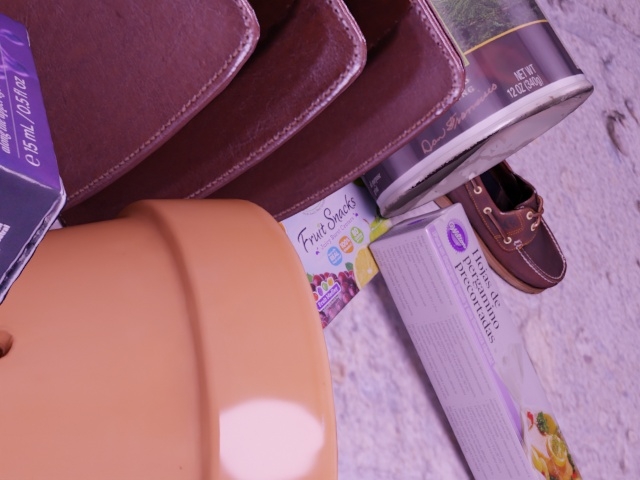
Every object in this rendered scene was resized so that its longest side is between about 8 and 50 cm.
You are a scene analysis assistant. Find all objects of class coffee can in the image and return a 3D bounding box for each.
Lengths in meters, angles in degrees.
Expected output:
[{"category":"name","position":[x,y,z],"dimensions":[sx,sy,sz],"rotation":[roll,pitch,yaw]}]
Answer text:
[{"category":"coffee can","position":[0.068,-0.186,0.981],"dimensions":[0.201,0.201,0.275],"rotation":[-23,79,-48]}]

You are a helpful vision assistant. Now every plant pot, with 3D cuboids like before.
[{"category":"plant pot","position":[-0.144,0.116,0.613],"dimensions":[0.203,0.291,0.291],"rotation":[3,66,-24]}]

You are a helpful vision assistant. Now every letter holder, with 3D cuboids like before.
[{"category":"letter holder","position":[-0.094,-0.087,0.723],"dimensions":[0.214,0.302,0.152],"rotation":[57,42,-6]}]

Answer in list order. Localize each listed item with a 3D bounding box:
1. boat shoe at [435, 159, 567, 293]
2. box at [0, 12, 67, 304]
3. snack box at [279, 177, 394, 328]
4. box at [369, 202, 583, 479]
[{"category":"boat shoe","position":[0.172,-0.030,1.124],"dimensions":[0.207,0.073,0.073],"rotation":[43,43,-22]},{"category":"box","position":[-0.222,-0.056,0.465],"dimensions":[0.207,0.108,0.153],"rotation":[25,23,-35]},{"category":"snack box","position":[0.000,0.000,0.965],"dimensions":[0.100,0.037,0.141],"rotation":[54,42,-7]},{"category":"box","position":[0.143,0.130,0.991],"dimensions":[0.063,0.067,0.324],"rotation":[-33,101,-48]}]
